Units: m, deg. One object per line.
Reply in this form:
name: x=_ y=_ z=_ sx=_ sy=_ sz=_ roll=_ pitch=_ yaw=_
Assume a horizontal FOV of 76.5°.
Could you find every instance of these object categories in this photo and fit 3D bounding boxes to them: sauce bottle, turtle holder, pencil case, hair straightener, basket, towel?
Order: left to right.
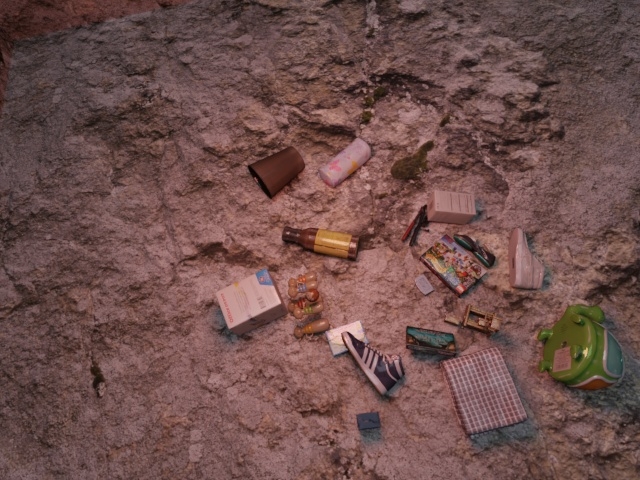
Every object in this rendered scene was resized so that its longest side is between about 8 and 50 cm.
basket: x=-0.199 y=-0.340 z=1.950 sx=0.227 sy=0.154 sz=0.204 roll=-35 pitch=69 yaw=-12
sauce bottle: x=0.000 y=0.000 z=1.801 sx=0.344 sy=0.111 sz=0.111 roll=13 pitch=69 yaw=10
pencil case: x=0.116 y=-0.375 z=1.946 sx=0.273 sy=0.113 sz=0.124 roll=-42 pitch=60 yaw=-12
hair straightener: x=0.452 y=-0.068 z=1.826 sx=0.089 sy=0.047 sz=0.230 roll=33 pitch=68 yaw=0
towel: x=0.598 y=0.557 z=1.497 sx=0.235 sy=0.121 sz=0.284 roll=-16 pitch=67 yaw=0
turtle holder: x=0.957 y=0.396 z=1.490 sx=0.227 sy=0.243 sz=0.320 roll=26 pitch=32 yaw=1

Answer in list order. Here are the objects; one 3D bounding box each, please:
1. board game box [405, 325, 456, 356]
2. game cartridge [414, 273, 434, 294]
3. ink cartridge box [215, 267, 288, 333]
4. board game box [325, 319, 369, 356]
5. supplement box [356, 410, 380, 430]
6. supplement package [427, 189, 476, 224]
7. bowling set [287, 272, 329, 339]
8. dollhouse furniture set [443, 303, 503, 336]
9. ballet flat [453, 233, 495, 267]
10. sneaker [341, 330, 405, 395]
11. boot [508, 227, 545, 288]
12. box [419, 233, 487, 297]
board game box: x=0.430 y=0.394 z=1.592 sx=0.186 sy=0.026 sz=0.126 roll=7 pitch=23 yaw=9
game cartridge: x=0.438 y=0.189 z=1.726 sx=0.056 sy=0.017 sz=0.083 roll=-26 pitch=67 yaw=-9
ink cartridge box: x=-0.283 y=0.260 z=1.691 sx=0.232 sy=0.168 sz=0.171 roll=-24 pitch=66 yaw=-4
board game box: x=0.109 y=0.400 z=1.666 sx=0.154 sy=0.026 sz=0.103 roll=-19 pitch=67 yaw=-2
supplement box: x=0.178 y=0.672 z=1.513 sx=0.083 sy=0.083 sz=0.056 roll=-9 pitch=67 yaw=3
supplement package: x=0.574 y=-0.145 z=1.788 sx=0.179 sy=0.105 sz=0.105 roll=6 pitch=66 yaw=-4
bowling set: x=-0.075 y=0.241 z=1.668 sx=0.154 sy=0.200 sz=0.287 roll=-17 pitch=63 yaw=0
dollhouse furniture set: x=0.598 y=0.287 z=1.588 sx=0.182 sy=0.161 sz=0.101 roll=18 pitch=70 yaw=12
ballet flat: x=0.666 y=0.028 z=1.741 sx=0.074 sy=0.074 sz=0.203 roll=-43 pitch=76 yaw=-12
sneaker: x=0.211 y=0.443 z=1.584 sx=0.153 sy=0.099 sz=0.282 roll=-35 pitch=83 yaw=-6
boot: x=0.864 y=0.078 z=1.695 sx=0.123 sy=0.095 sz=0.258 roll=8 pitch=77 yaw=3
box: x=0.563 y=0.105 z=1.732 sx=0.159 sy=0.044 sz=0.233 roll=-39 pitch=69 yaw=-11
